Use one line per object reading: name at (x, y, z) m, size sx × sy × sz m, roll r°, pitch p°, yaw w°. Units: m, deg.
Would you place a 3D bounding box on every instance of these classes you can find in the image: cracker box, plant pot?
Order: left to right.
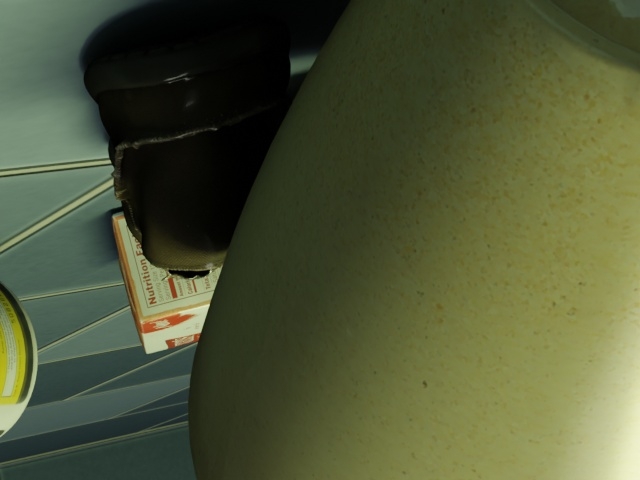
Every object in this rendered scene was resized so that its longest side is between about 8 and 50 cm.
cracker box at (0.000, 0.000, 1.045) m, size 0.232 × 0.067 × 0.156 m, roll -14°, pitch 172°, yaw -6°
plant pot at (0.091, -0.010, 0.577) m, size 0.256 × 0.256 × 0.274 m, roll -13°, pitch 148°, yaw -15°

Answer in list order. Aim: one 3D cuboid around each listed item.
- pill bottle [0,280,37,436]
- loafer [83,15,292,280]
pill bottle at (-0.230, 0.062, 0.906) m, size 0.103 × 0.103 × 0.184 m, roll -19°, pitch 171°, yaw 21°
loafer at (-0.043, -0.029, 0.720) m, size 0.080 × 0.078 × 0.220 m, roll -15°, pitch 172°, yaw -5°
